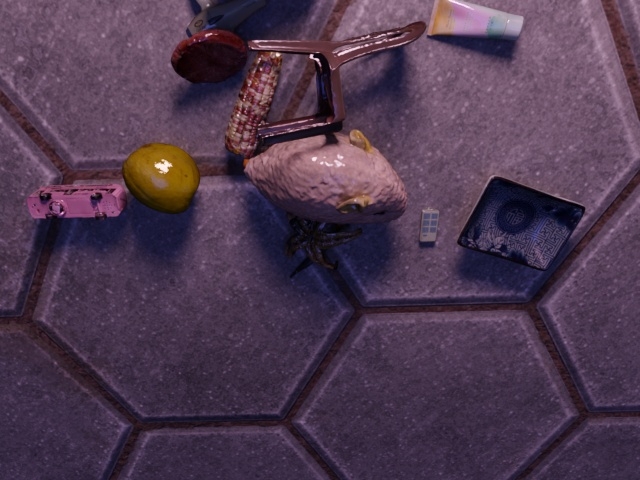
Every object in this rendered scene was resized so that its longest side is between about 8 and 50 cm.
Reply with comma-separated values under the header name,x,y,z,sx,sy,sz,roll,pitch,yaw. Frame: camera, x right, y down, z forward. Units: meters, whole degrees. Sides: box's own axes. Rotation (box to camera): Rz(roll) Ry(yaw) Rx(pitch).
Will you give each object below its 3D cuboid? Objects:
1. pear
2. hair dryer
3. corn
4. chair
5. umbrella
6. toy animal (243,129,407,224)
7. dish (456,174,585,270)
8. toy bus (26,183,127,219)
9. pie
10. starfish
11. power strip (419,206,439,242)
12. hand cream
name,x,y,z,sx,sy,sz,roll,pitch,yaw
pear,-0.339,-0.137,1.107,0.162,0.149,0.149,35,112,-16
hair dryer,-0.199,-0.489,0.987,0.167,0.067,0.199,-16,102,-2
corn,-0.137,-0.284,1.072,0.080,0.079,0.237,21,112,-11
chair,0.033,-0.300,0.972,0.327,0.175,0.183,-8,110,-6
umbrella,0.014,0.008,1.249,0.044,0.044,0.269,24,128,-40
toy animal,0.011,-0.132,1.063,0.359,0.226,0.188,7,79,3
dish,0.450,-0.049,1.186,0.243,0.080,0.181,16,117,-10
toy bus,-0.545,-0.088,1.162,0.203,0.090,0.063,-1,117,0
pie,-0.218,-0.359,1.007,0.155,0.154,0.036,-18,76,9
starfish,0.002,0.000,1.189,0.190,0.074,0.146,3,104,19
power strip,0.259,-0.035,1.228,0.040,0.016,0.090,0,117,0
hand cream,0.305,-0.430,1.012,0.174,0.047,0.076,12,119,4
